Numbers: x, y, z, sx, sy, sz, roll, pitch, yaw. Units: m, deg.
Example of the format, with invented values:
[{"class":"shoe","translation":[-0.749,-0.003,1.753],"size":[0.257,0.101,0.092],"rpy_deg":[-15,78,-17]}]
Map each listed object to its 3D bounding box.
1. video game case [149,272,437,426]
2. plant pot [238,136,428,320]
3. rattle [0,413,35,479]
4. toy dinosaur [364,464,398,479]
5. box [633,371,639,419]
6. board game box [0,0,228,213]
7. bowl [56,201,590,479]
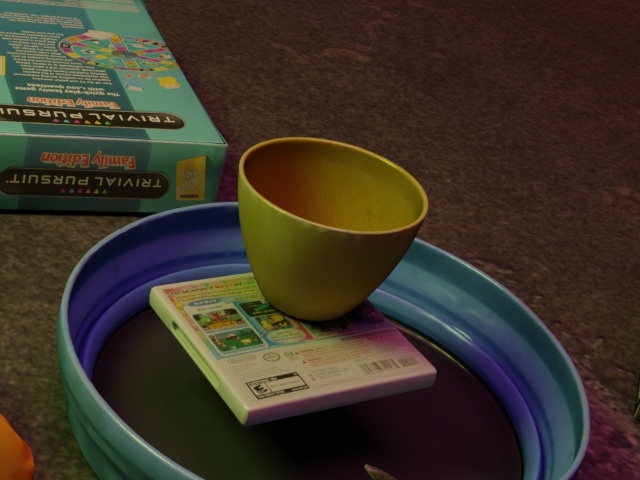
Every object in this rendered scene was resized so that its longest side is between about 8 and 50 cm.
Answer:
[{"class":"video game case","translation":[-0.020,0.068,0.936],"size":[0.157,0.019,0.143],"rpy_deg":[-8,36,-33]},{"class":"plant pot","translation":[0.000,0.000,0.942],"size":[0.134,0.095,0.134],"rpy_deg":[11,29,-6]},{"class":"rattle","translation":[-0.279,0.088,0.898],"size":[0.142,0.130,0.199],"rpy_deg":[23,-13,-33]},{"class":"toy dinosaur","translation":[0.136,0.215,0.715],"size":[0.313,0.121,0.160],"rpy_deg":[37,57,17]},{"class":"box","translation":[0.336,0.033,1.151],"size":[0.056,0.183,0.231],"rpy_deg":[20,30,8]},{"class":"board game box","translation":[-0.261,-0.145,1.279],"size":[0.253,0.079,0.336],"rpy_deg":[1,33,-24]},{"class":"bowl","translation":[0.000,0.103,0.980],"size":[0.391,0.077,0.391],"rpy_deg":[12,30,-7]}]
